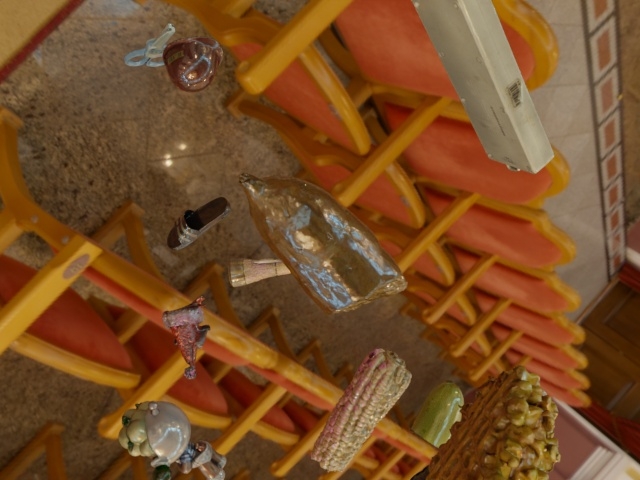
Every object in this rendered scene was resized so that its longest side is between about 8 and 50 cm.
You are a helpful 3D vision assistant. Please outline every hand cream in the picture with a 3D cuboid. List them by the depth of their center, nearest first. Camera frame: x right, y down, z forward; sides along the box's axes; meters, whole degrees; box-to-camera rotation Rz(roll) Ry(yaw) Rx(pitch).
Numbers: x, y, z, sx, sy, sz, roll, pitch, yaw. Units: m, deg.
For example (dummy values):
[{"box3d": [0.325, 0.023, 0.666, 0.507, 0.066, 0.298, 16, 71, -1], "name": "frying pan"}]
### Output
[{"box3d": [-0.163, 0.084, 1.728, 0.203, 0.084, 0.084, -6, 135, -1], "name": "hand cream"}]

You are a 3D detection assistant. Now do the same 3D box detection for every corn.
[{"box3d": [0.090, 0.413, 1.445, 0.335, 0.127, 0.127, -55, 144, 5], "name": "corn"}]

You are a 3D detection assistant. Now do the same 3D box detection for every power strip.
[{"box3d": [0.201, -0.233, 0.768, 0.043, 0.106, 0.367, -43, 124, -7], "name": "power strip"}]

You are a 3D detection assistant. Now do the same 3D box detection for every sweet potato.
[{"box3d": [0.000, 0.000, 1.016, 0.158, 0.158, 0.369, -43, 112, -7], "name": "sweet potato"}]

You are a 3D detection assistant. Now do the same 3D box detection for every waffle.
[{"box3d": [0.182, 0.228, 0.636, 0.193, 0.070, 0.197, -61, 177, 40], "name": "waffle"}]

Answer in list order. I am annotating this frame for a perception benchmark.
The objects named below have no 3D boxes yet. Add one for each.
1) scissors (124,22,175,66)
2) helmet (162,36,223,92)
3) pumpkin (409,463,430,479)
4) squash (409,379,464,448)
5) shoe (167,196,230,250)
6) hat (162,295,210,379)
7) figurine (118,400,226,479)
[{"box3d": [-0.460, -0.543, 1.674, 0.125, 0.256, 0.030, -9, 88, -35], "name": "scissors"}, {"box3d": [-0.346, -0.471, 1.645, 0.175, 0.106, 0.155, -20, 153, 19], "name": "helmet"}, {"box3d": [0.236, 0.495, 1.048, 0.233, 0.163, 0.233, -32, -176, 2], "name": "pumpkin"}, {"box3d": [0.337, 0.481, 1.664, 0.186, 0.123, 0.123, -63, 146, -11], "name": "squash"}, {"box3d": [-0.293, -0.048, 1.376, 0.179, 0.071, 0.049, -32, 145, 12], "name": "shoe"}, {"box3d": [-0.386, 0.294, 1.763, 0.140, 0.227, 0.129, -14, 165, 2], "name": "hat"}, {"box3d": [-0.233, 0.325, 0.943, 0.094, 0.147, 0.197, -26, 120, 9], "name": "figurine"}]
